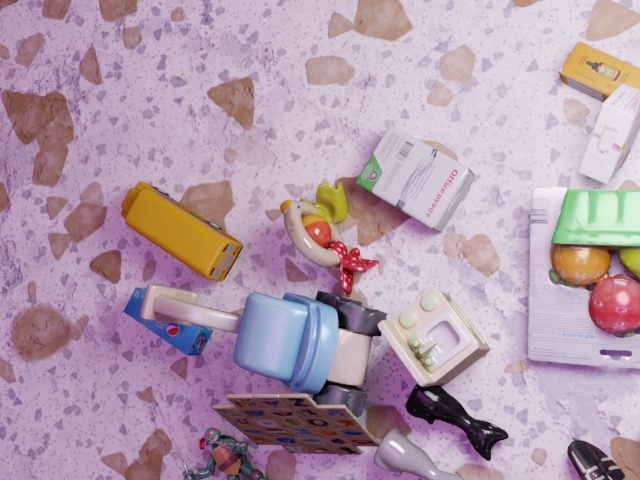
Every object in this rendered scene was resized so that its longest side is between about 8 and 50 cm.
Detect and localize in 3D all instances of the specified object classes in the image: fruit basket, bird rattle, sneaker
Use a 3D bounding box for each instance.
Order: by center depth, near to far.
[{"bbox_3d":[0.534,0.533,1.596,0.162,0.106,0.281,-56,50,27],"label":"sneaker"},{"bbox_3d":[0.575,0.070,1.639,0.327,0.165,0.353,1,99,22],"label":"fruit basket"},{"bbox_3d":[0.000,0.000,1.833,0.143,0.207,0.254,-32,62,33],"label":"bird rattle"}]

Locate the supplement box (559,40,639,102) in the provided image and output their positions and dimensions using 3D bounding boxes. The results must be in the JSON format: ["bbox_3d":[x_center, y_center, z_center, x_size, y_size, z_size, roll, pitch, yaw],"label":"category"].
[{"bbox_3d":[0.606,-0.314,1.697,0.233,0.080,0.078,33,94,20],"label":"supplement box"}]

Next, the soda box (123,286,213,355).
[{"bbox_3d":[-0.366,0.193,2.010,0.210,0.067,0.071,30,94,22],"label":"soda box"}]

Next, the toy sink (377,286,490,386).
[{"bbox_3d":[0.236,0.192,1.687,0.131,0.234,0.153,-40,70,12],"label":"toy sink"}]

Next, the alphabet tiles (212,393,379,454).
[{"bbox_3d":[-0.047,0.382,1.726,0.285,0.342,0.011,-5,57,21],"label":"alphabet tiles"}]

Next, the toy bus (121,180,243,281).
[{"bbox_3d":[-0.345,-0.028,1.998,0.332,0.130,0.108,31,94,22],"label":"toy bus"}]

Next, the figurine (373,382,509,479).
[{"bbox_3d":[0.248,0.425,1.734,0.209,0.092,0.215,32,96,18],"label":"figurine"}]

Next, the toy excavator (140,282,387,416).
[{"bbox_3d":[-0.140,0.184,1.788,0.445,0.433,0.222,16,88,-18],"label":"toy excavator"}]

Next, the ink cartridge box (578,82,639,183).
[{"bbox_3d":[0.576,-0.223,1.622,0.067,0.115,0.198,28,134,22],"label":"ink cartridge box"}]

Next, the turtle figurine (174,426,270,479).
[{"bbox_3d":[-0.208,0.498,1.882,0.175,0.118,0.234,-43,85,26],"label":"turtle figurine"}]

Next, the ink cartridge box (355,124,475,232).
[{"bbox_3d":[0.208,-0.132,1.820,0.208,0.087,0.153,34,95,23],"label":"ink cartridge box"}]
